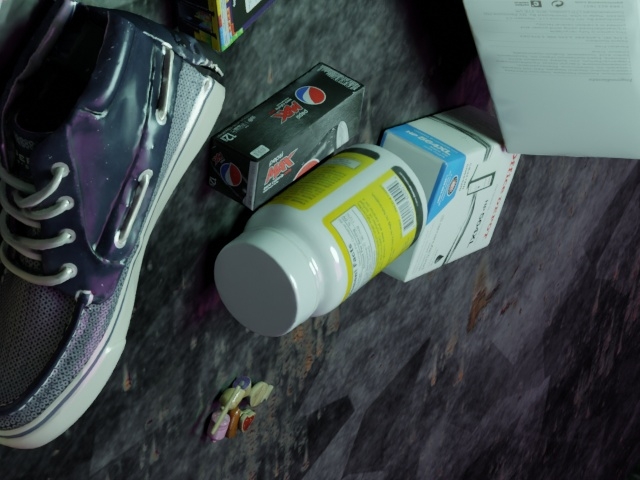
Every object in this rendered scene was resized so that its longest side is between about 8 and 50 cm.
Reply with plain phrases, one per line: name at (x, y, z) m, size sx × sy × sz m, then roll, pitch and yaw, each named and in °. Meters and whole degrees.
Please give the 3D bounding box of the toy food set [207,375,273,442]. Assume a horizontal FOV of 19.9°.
toy food set at (-0.089, 0.175, 1.881) m, size 0.078 × 0.019 × 0.122 m, roll -60°, pitch 164°, yaw -2°

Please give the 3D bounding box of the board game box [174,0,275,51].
board game box at (-0.060, -0.255, 1.421) m, size 0.141 × 0.048 × 0.170 m, roll -49°, pitch 153°, yaw -32°

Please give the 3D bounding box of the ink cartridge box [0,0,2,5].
ink cartridge box at (-0.275, -0.108, 0.960) m, size 0.088 × 0.193 × 0.235 m, roll -16°, pitch 131°, yaw -59°

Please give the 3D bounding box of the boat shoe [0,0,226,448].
boat shoe at (-0.200, -0.019, 1.332) m, size 0.158 × 0.127 × 0.340 m, roll 31°, pitch 80°, yaw -60°

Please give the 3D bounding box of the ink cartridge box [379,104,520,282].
ink cartridge box at (0.128, -0.054, 1.981) m, size 0.203 × 0.086 × 0.148 m, roll -21°, pitch 134°, yaw -56°

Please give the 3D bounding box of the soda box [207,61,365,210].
soda box at (-0.029, -0.096, 1.654) m, size 0.169 × 0.053 × 0.060 m, roll -38°, pitch 147°, yaw -42°

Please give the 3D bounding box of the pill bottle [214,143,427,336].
pill bottle at (0.000, 0.000, 1.738) m, size 0.208 × 0.119 × 0.119 m, roll -37°, pitch 147°, yaw -43°

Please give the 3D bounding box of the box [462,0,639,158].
box at (0.258, -0.252, 1.836) m, size 0.345 × 0.168 × 0.215 m, roll 62°, pitch 34°, yaw -62°
